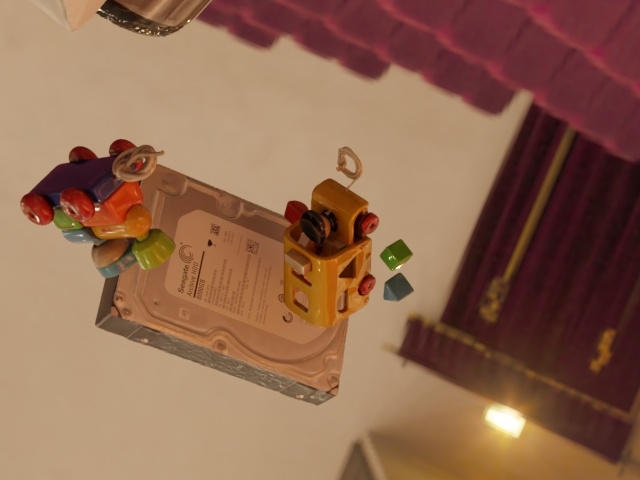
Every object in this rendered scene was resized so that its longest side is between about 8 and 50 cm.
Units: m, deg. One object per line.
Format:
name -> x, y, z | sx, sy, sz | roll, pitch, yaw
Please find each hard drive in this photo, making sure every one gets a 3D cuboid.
hard drive -> -0.115, 0.058, 1.871 | 0.339, 0.237, 0.064 | 23, 148, -22

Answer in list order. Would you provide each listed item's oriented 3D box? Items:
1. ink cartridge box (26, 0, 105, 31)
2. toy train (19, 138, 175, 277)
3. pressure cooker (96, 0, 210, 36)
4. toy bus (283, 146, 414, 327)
ink cartridge box -> -0.307, -0.376, 1.069 | 0.395, 0.166, 0.285 | 36, 165, 8
toy train -> -0.208, -0.028, 1.533 | 0.248, 0.105, 0.143 | -3, 129, 49
pressure cooker -> -0.211, -0.547, 1.955 | 0.375, 0.420, 0.370 | 56, -157, 22
toy bus -> 0.004, 0.012, 1.768 | 0.191, 0.104, 0.202 | -26, 94, 56
